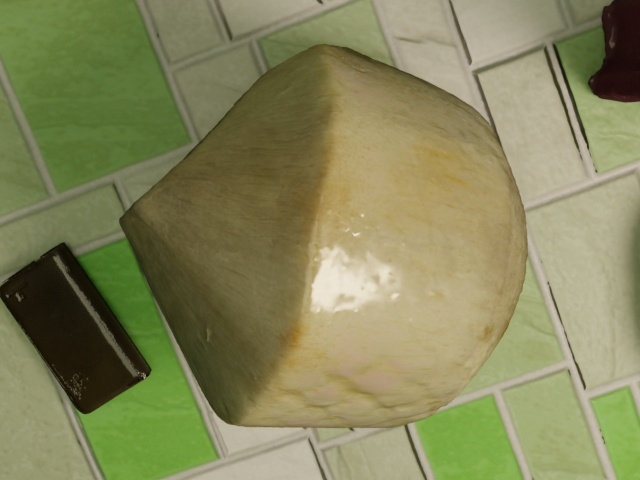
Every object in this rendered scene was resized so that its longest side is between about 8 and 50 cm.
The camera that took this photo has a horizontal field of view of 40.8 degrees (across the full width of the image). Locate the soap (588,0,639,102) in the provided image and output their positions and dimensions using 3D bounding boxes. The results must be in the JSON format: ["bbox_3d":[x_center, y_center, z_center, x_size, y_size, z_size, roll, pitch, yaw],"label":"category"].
[{"bbox_3d":[0.418,-0.173,0.819,0.233,0.359,0.128,9,101,3],"label":"soap"}]

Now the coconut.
[{"bbox_3d":[0.000,0.000,0.884,0.415,0.344,0.415,-1,93,-23],"label":"coconut"}]

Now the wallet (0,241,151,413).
[{"bbox_3d":[-0.308,0.112,1.077,0.110,0.031,0.198,-32,95,9],"label":"wallet"}]
